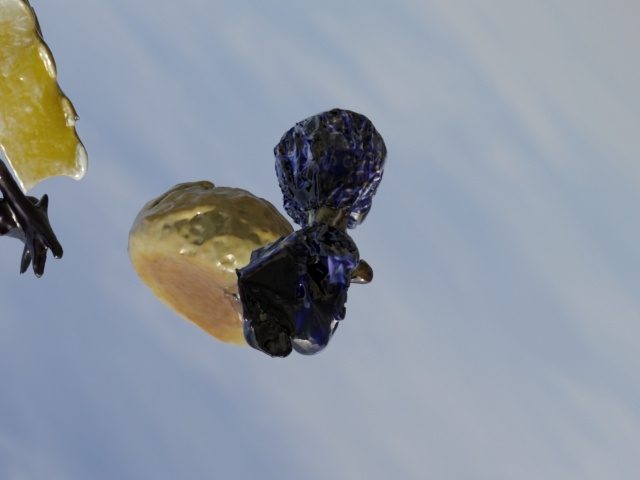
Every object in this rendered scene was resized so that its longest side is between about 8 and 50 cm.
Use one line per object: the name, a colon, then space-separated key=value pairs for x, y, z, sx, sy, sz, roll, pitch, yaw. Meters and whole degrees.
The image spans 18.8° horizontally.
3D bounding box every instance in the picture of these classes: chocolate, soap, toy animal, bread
chocolate: x=-0.003 y=0.004 z=1.954 sx=0.148 sy=0.126 sz=0.343 roll=43 pitch=-148 yaw=-20
soap: x=-0.380 y=-0.216 z=2.269 sx=0.281 sy=0.143 sz=0.259 roll=48 pitch=163 yaw=59
toy animal: x=-0.351 y=-0.033 z=1.655 sx=0.195 sy=0.090 sz=0.324 roll=51 pitch=-151 yaw=12
bread: x=-0.110 y=0.020 z=2.290 sx=0.244 sy=0.134 sz=0.244 roll=25 pitch=152 yaw=14
